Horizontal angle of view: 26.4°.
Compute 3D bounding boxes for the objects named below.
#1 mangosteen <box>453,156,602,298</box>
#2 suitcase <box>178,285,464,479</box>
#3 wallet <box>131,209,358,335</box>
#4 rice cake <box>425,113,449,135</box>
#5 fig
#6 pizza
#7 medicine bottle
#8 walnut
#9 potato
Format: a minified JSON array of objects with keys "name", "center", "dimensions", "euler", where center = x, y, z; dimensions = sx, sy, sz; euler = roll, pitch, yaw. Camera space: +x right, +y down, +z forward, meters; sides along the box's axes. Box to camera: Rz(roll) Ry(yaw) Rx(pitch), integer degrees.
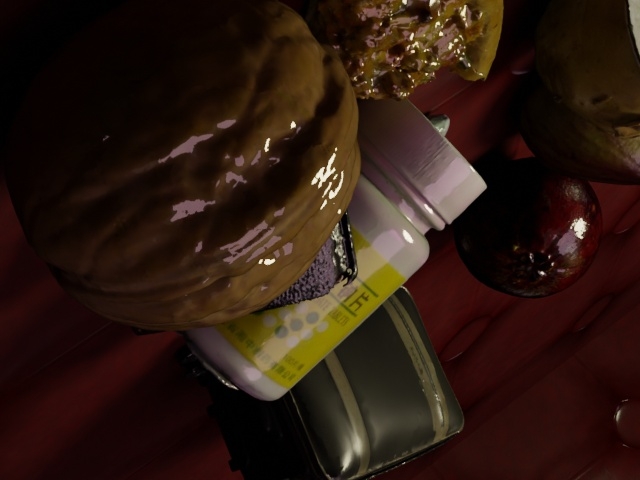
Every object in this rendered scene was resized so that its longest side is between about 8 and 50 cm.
[{"name":"mangosteen","center":[0.328,-0.045,2.161],"dimensions":[0.261,0.235,0.235],"euler":[-83,-165,-47]},{"name":"suitcase","center":[0.019,0.217,1.992],"dimensions":[0.194,0.283,0.434],"euler":[-30,168,35]},{"name":"wallet","center":[-0.100,-0.018,1.436],"dimensions":[0.262,0.071,0.221],"euler":[-14,127,-5]},{"name":"rice cake","center":[0.109,-0.085,1.891],"dimensions":[0.080,0.042,0.221],"euler":[-28,154,-41]},{"name":"fig","center":[0.449,-0.141,1.981],"dimensions":[0.217,0.321,0.217],"euler":[-31,151,-19]},{"name":"pizza","center":[0.111,-0.259,1.455],"dimensions":[0.258,0.087,0.268],"euler":[-15,145,-28]},{"name":"medicine bottle","center":[0.000,0.000,1.639],"dimensions":[0.379,0.213,0.213],"euler":[-44,158,4]},{"name":"walnut","center":[-0.113,-0.075,1.223],"dimensions":[0.333,0.333,0.333],"euler":[-35,157,-17]},{"name":"potato","center":[0.409,-0.276,1.839],"dimensions":[0.196,0.246,0.300],"euler":[-14,-162,44]}]
